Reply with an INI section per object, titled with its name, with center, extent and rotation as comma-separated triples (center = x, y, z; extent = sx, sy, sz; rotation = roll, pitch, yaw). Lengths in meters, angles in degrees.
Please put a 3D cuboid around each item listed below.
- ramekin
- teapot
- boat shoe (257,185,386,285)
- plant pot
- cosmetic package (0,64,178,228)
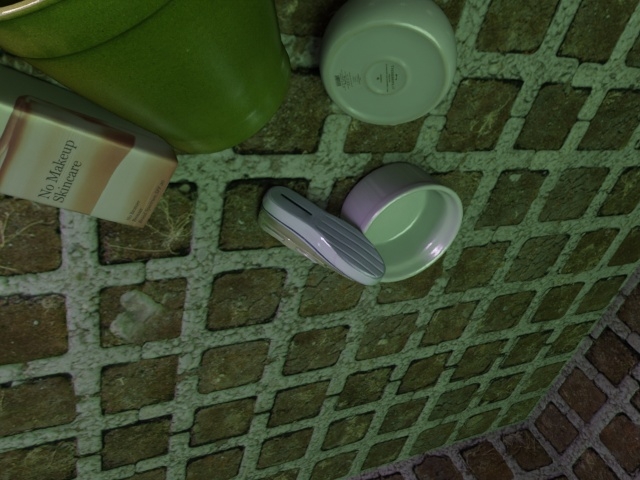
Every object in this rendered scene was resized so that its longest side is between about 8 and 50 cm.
[ramekin]
center = 0.181, -0.048, 1.294
extent = 0.278, 0.135, 0.277
rotation = -17, 135, -17
[teapot]
center = 0.121, -0.341, 0.974
extent = 0.253, 0.186, 0.256
rotation = 26, 140, -23
[boat shoe]
center = 0.000, 0.000, 1.167
extent = 0.109, 0.302, 0.094
rotation = -46, 172, -46
[plant pot]
center = -0.208, -0.302, 0.717
extent = 0.367, 0.366, 0.353
rotation = -36, 148, 3
[cosmetic package]
center = -0.400, -0.142, 0.871
extent = 0.296, 0.129, 0.153
rotation = 15, 120, -38
